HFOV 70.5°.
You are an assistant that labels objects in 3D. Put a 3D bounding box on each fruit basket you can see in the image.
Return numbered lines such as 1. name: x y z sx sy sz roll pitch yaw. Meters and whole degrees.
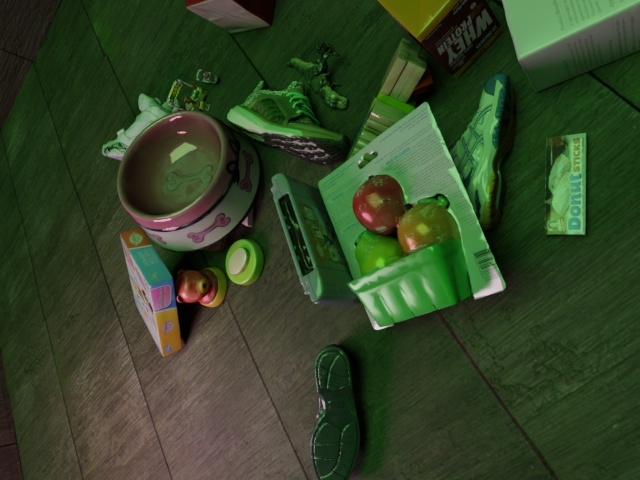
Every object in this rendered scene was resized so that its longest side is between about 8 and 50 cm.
1. fruit basket: 0.157 -0.027 0.884 0.327 0.165 0.353 -32 69 46

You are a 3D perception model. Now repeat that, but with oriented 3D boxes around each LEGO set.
1. LEGO set: -0.422 -0.403 1.445 0.132 0.107 0.287 9 89 38

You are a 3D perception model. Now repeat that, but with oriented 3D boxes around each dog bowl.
1. dog bowl: -0.379 -0.181 1.265 0.407 0.150 0.408 -7 66 16

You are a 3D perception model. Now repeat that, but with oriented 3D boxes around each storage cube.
1. storage cube: -0.254 -0.744 1.317 0.215 0.183 0.193 9 91 37

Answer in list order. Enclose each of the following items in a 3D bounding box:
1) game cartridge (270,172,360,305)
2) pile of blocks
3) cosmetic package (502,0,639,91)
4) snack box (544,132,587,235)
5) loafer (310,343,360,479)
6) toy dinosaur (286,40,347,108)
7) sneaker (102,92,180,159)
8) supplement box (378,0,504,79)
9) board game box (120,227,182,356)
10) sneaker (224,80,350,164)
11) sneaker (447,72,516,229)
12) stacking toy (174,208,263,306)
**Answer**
1. game cartridge: 0.000 0.000 1.009 0.062 0.198 0.297 -33 65 30
2. pile of blocks: 0.150 -0.245 1.006 0.112 0.149 0.362 23 113 -6
3. cosmetic package: 0.426 -0.379 0.765 0.183 0.151 0.151 -17 73 34
4. snack box: 0.434 -0.097 0.801 0.064 0.022 0.178 -1 83 36
5. loafer: 0.036 0.383 1.014 0.109 0.095 0.303 0 88 7
6. toy dinosaur: -0.005 -0.445 1.165 0.268 0.064 0.118 53 121 33
7. sneaker: -0.612 -0.380 1.575 0.365 0.137 0.210 5 86 33
8. supplement box: 0.227 -0.461 0.902 0.129 0.194 0.191 -45 60 24
9. board game box: -0.502 0.158 1.354 0.242 0.064 0.317 45 142 34
10. sneaker: -0.078 -0.326 1.154 0.410 0.158 0.182 27 90 36
11. sneaker: 0.289 -0.172 0.868 0.131 0.112 0.297 11 90 38
12. stacking toy: -0.313 0.020 1.289 0.279 0.130 0.309 -21 72 34
